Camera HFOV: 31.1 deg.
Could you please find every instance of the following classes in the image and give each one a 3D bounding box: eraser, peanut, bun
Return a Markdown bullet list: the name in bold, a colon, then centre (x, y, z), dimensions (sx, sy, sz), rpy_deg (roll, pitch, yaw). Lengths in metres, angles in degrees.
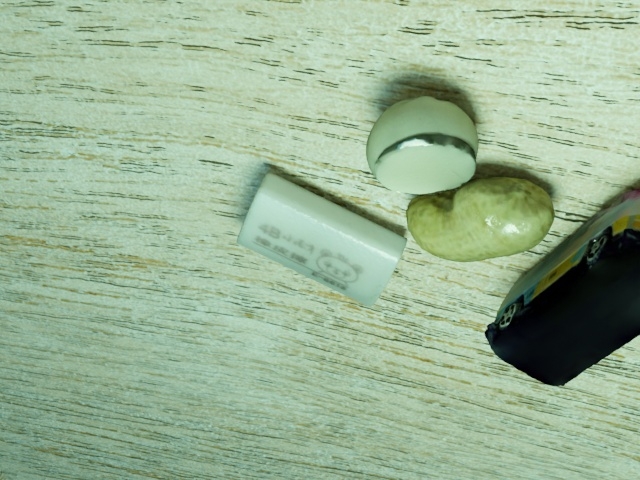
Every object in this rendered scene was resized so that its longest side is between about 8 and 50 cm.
- **eraser**: centre (0.000, 0.000, 1.998), dimensions (0.270, 0.095, 0.174), rpy_deg (27, 143, -1)
- **peanut**: centre (0.246, -0.035, 1.817), dimensions (0.253, 0.122, 0.137), rpy_deg (-15, 117, 43)
- **bun**: centre (0.150, -0.153, 1.734), dimensions (0.172, 0.120, 0.173), rpy_deg (-4, 152, -2)

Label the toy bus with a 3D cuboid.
- **toy bus**: centre (0.430, 0.063, 1.791), dimensions (0.171, 0.162, 0.386), rpy_deg (31, 140, -10)
